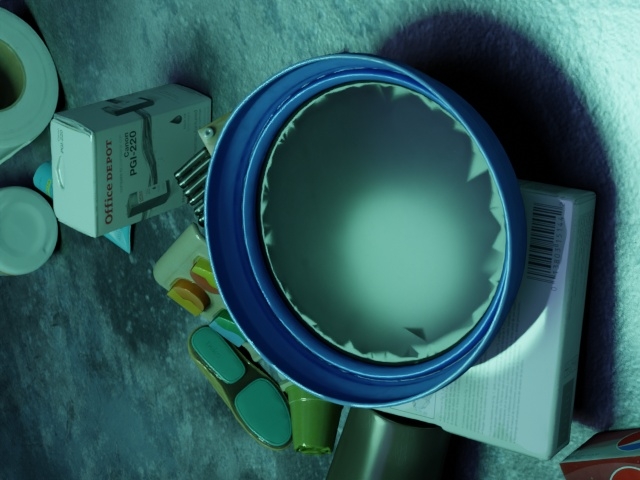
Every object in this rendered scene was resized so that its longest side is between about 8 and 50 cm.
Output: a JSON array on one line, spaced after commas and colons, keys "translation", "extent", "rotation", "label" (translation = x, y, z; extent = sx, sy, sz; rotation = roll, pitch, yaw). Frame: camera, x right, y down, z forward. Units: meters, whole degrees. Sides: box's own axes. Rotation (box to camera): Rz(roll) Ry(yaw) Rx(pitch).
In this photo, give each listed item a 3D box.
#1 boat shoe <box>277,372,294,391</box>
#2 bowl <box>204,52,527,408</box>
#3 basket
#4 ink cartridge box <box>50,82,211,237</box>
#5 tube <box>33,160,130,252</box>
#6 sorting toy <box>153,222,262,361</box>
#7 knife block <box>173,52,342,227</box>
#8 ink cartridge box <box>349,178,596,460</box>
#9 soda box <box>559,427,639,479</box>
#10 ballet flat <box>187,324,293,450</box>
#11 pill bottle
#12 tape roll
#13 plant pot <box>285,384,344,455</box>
[{"translation": [0.042, 0.095, 1.449], "extent": [0.302, 0.113, 0.103], "rotation": [-36, 79, 36], "label": "boat shoe"}, {"translation": [0.045, -0.012, 1.261], "extent": [0.391, 0.077, 0.391], "rotation": [7, 104, 32], "label": "bowl"}, {"translation": [0.083, 0.296, 1.450], "extent": [0.154, 0.204, 0.227], "rotation": [12, 112, -4], "label": "basket"}, {"translation": [-0.258, -0.115, 1.575], "extent": [0.092, 0.217, 0.159], "rotation": [25, 123, 36], "label": "ink cartridge box"}, {"translation": [-0.379, -0.061, 1.851], "extent": [0.207, 0.052, 0.080], "rotation": [32, 136, 25], "label": "tube"}, {"translation": [-0.136, 0.082, 1.593], "extent": [0.208, 0.038, 0.193], "rotation": [41, 148, -6], "label": "sorting toy"}, {"translation": [-0.065, -0.120, 1.494], "extent": [0.275, 0.242, 0.088], "rotation": [-30, 84, 2], "label": "knife block"}, {"translation": [0.164, 0.072, 1.286], "extent": [0.261, 0.066, 0.296], "rotation": [12, 107, 31], "label": "ink cartridge box"}, {"translation": [0.385, 0.242, 1.175], "extent": [0.263, 0.083, 0.092], "rotation": [-18, 94, 47], "label": "soda box"}, {"translation": [-0.112, 0.221, 1.691], "extent": [0.232, 0.080, 0.073], "rotation": [51, 163, 21], "label": "ballet flat"}, {"translation": [-0.597, -0.013, 2.007], "extent": [0.272, 0.152, 0.152], "rotation": [-2, 105, 46], "label": "pill bottle"}, {"translation": [-0.565, -0.239, 1.815], "extent": [0.169, 0.246, 0.246], "rotation": [-22, 90, 48], "label": "tape roll"}, {"translation": [-0.007, 0.232, 1.460], "extent": [0.083, 0.083, 0.079], "rotation": [-22, 57, 47], "label": "plant pot"}]
